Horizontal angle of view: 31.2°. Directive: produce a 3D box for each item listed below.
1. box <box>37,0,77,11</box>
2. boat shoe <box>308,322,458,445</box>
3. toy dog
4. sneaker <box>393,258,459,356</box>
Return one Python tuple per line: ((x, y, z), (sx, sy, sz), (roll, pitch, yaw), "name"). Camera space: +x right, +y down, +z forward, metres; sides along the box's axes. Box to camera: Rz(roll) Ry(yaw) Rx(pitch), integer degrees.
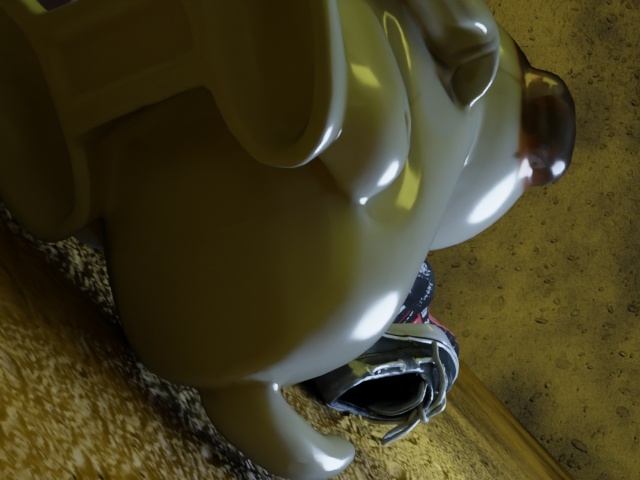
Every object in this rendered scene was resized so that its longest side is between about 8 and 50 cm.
((-0.221, -0.234, 1.213), (0.143, 0.191, 0.381), (45, 3, -18), "box")
((0.076, 0.141, 1.162), (0.105, 0.113, 0.306), (56, 11, 28), "boat shoe")
((0.027, -0.074, 0.800), (0.408, 0.284, 0.395), (-23, 88, -56), "toy dog")
((0.112, 0.106, 1.831), (0.136, 0.116, 0.314), (29, -28, 44), "sneaker")
